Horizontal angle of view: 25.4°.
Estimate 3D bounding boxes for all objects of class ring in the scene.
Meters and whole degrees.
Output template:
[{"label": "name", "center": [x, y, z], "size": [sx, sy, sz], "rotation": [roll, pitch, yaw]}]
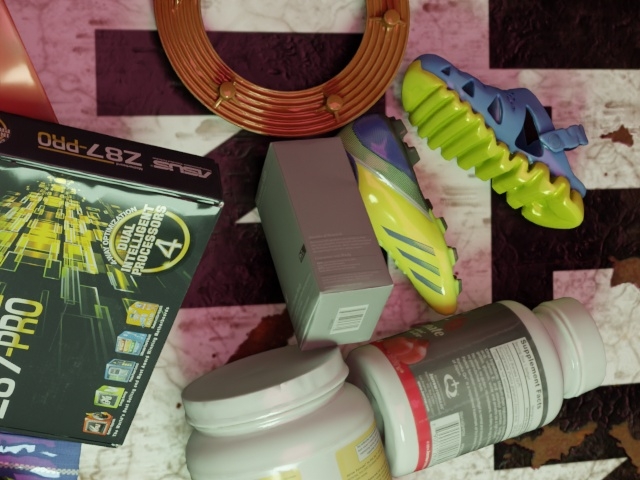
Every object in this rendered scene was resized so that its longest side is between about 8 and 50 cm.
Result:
[{"label": "ring", "center": [-0.043, -0.298, 1.801], "size": [0.336, 0.032, 0.337], "rotation": [1, 85, -14]}]

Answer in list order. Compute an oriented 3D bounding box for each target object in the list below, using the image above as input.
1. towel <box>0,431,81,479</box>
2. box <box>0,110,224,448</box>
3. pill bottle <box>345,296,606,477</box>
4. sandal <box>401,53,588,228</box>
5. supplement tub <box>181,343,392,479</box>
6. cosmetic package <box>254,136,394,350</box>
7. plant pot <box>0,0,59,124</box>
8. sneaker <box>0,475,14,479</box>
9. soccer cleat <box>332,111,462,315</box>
[{"label": "towel", "center": [-0.434, 0.381, 1.724], "size": [0.243, 0.040, 0.336], "rotation": [11, 90, -22]}, {"label": "box", "center": [-0.321, 0.050, 1.605], "size": [0.318, 0.097, 0.395], "rotation": [14, 124, -19]}, {"label": "pill bottle", "center": [0.206, 0.180, 1.860], "size": [0.318, 0.176, 0.176], "rotation": [-16, 98, -18]}, {"label": "sandal", "center": [0.242, -0.151, 1.898], "size": [0.317, 0.126, 0.138], "rotation": [37, 67, -22]}, {"label": "supplement tub", "center": [-0.028, 0.314, 1.751], "size": [0.241, 0.241, 0.331], "rotation": [-19, 98, -18]}, {"label": "cosmetic package", "center": [0.000, 0.000, 1.746], "size": [0.107, 0.127, 0.238], "rotation": [-8, 54, -20]}, {"label": "plant pot", "center": [-0.453, -0.198, 1.580], "size": [0.243, 0.275, 0.275], "rotation": [-24, 100, -7]}, {"label": "sneaker", "center": [-0.335, 0.447, 1.698], "size": [0.147, 0.145, 0.385], "rotation": [-28, 110, 14]}, {"label": "soccer cleat", "center": [0.096, -0.026, 1.865], "size": [0.121, 0.093, 0.289], "rotation": [-24, 100, -4]}]
